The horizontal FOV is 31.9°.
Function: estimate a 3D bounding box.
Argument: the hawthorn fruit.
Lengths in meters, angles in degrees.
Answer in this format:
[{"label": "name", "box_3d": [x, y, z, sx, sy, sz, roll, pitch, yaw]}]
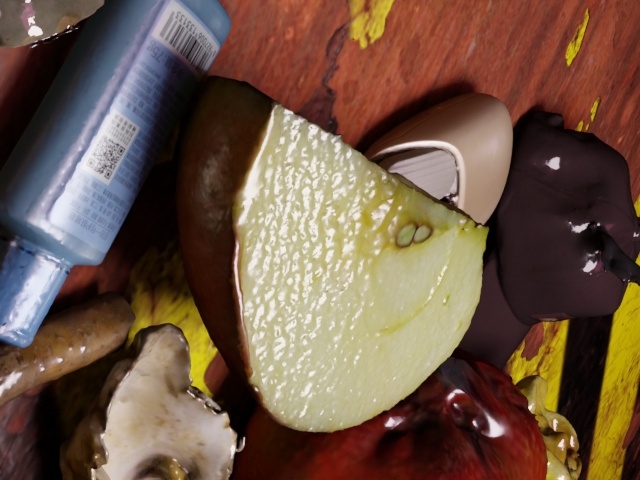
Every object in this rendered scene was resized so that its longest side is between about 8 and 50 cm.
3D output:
[{"label": "hawthorn fruit", "box_3d": [0.047, 0.226, 1.008, 0.311, 0.295, 0.295, -48, 151, 15]}]

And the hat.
[{"label": "hat", "box_3d": [0.306, 0.035, 1.313, 0.238, 0.209, 0.336, -10, 119, -57]}]

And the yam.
[{"label": "yam", "box_3d": [-0.247, 0.106, 0.690, 0.327, 0.045, 0.045, -26, 86, -46]}]

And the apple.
[{"label": "apple", "box_3d": [0.000, 0.000, 0.829, 0.179, 0.254, 0.346, -28, 153, 23]}]

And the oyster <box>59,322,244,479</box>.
[{"label": "oyster", "box_3d": [-0.127, 0.220, 0.883, 0.166, 0.110, 0.341, -54, 144, -32]}]

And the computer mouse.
[{"label": "computer mouse", "box_3d": [0.119, -0.059, 1.092, 0.236, 0.082, 0.145, -30, 134, -45]}]

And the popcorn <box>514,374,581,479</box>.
[{"label": "popcorn", "box_3d": [0.170, 0.274, 1.236, 0.215, 0.252, 0.286, 29, 40, -24]}]

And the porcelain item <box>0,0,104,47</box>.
[{"label": "porcelain item", "box_3d": [-0.175, -0.213, 0.582, 0.081, 0.069, 0.216, -36, 132, -33]}]

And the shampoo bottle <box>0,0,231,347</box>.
[{"label": "shampoo bottle", "box_3d": [-0.148, -0.055, 0.714, 0.258, 0.061, 0.104, -62, 154, -8]}]
